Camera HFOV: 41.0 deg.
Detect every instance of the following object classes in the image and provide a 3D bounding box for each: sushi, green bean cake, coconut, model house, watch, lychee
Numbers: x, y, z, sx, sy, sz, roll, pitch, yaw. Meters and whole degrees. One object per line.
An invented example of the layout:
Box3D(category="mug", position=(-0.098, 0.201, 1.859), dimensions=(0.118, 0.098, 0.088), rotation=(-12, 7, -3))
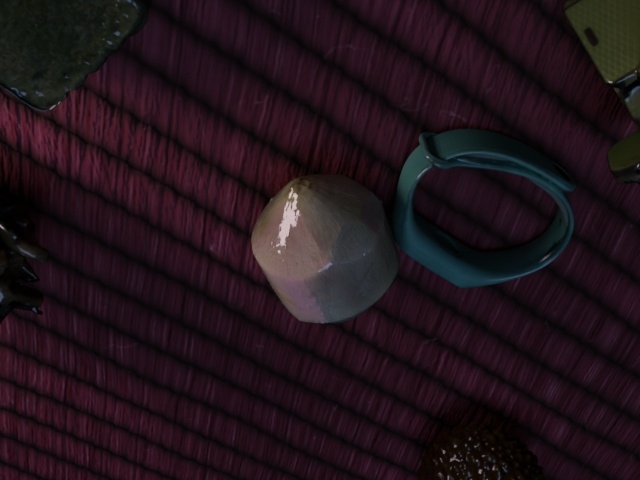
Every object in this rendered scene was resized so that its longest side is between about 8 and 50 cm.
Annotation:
Box3D(category="sushi", position=(-0.443, 0.009, 0.988), dimensions=(0.238, 0.219, 0.225), rotation=(29, 165, -38))
Box3D(category="green bean cake", position=(-0.281, -0.243, 0.836), dimensions=(0.185, 0.094, 0.183), rotation=(-36, 121, 25))
Box3D(category="coconut", position=(0.000, 0.000, 0.997), dimensions=(0.170, 0.171, 0.183), rotation=(-17, 126, 13))
Box3D(category="model house", position=(0.319, -0.230, 0.833), dimensions=(0.218, 0.205, 0.279), rotation=(-31, 93, 20))
Box3D(category="watch", position=(0.190, -0.036, 1.026), dimensions=(0.237, 0.068, 0.195), rotation=(31, 121, -24))
Box3D(category="lychee", position=(0.244, 0.382, 1.290), dimensions=(0.200, 0.200, 0.238), rotation=(-16, 112, 12))
